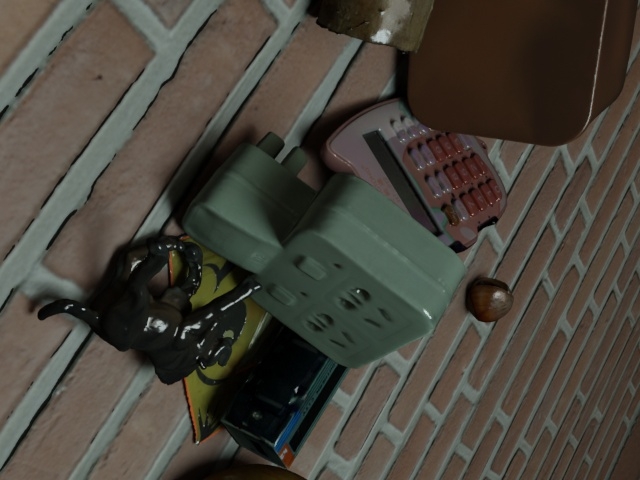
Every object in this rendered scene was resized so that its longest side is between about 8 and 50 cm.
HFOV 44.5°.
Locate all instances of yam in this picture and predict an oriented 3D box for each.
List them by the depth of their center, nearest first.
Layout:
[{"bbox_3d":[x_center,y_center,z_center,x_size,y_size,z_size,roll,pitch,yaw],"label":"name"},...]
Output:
[{"bbox_3d":[0.080,-0.339,0.871,0.129,0.128,0.238,-64,167,-72],"label":"yam"}]

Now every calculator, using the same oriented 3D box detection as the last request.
[{"bbox_3d":[0.136,-0.084,1.024,0.329,0.048,0.220,-26,82,-46],"label":"calculator"}]

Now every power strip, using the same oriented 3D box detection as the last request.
[{"bbox_3d":[0.000,0.000,0.834,0.261,0.229,0.141,37,60,-5],"label":"power strip"}]

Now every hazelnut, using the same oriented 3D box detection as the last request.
[{"bbox_3d":[0.297,0.103,1.365,0.086,0.086,0.086,-24,123,-43],"label":"hazelnut"}]

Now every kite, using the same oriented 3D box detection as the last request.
[{"bbox_3d":[-0.077,0.100,0.962,0.377,0.013,0.328,35,79,-52],"label":"kite"}]

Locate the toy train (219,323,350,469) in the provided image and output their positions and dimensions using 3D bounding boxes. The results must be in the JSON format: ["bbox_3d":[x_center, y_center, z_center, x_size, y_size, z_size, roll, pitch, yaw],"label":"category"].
[{"bbox_3d":[0.026,0.094,1.002,0.409,0.086,0.089,-54,144,-28],"label":"toy train"}]

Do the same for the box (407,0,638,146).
[{"bbox_3d":[0.275,-0.318,1.009,0.229,0.239,0.340,-28,125,-52],"label":"box"}]

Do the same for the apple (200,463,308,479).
[{"bbox_3d":[-0.082,0.392,0.935,0.260,0.194,0.261,-26,126,-42],"label":"apple"}]

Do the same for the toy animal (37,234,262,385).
[{"bbox_3d":[-0.158,0.074,0.788,0.232,0.084,0.148,26,92,-51],"label":"toy animal"}]
